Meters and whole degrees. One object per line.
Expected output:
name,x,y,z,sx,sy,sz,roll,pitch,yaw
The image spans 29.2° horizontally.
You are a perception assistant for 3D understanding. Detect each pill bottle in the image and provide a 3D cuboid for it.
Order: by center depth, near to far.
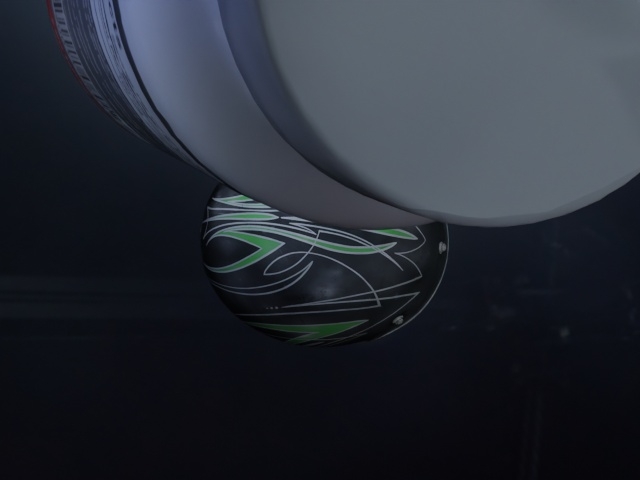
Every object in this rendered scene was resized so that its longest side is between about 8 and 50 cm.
pill bottle,0.002,-0.118,0.541,0.210,0.363,0.210,-4,-78,-19

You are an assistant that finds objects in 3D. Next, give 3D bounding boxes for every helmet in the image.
helmet,0.000,0.000,0.878,0.169,0.161,0.169,2,-97,-14
